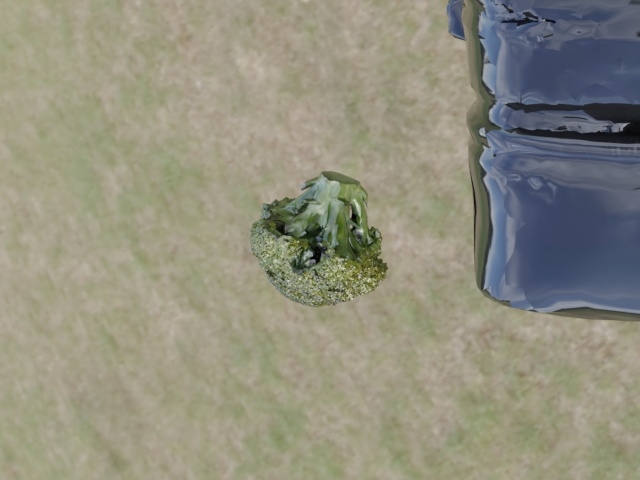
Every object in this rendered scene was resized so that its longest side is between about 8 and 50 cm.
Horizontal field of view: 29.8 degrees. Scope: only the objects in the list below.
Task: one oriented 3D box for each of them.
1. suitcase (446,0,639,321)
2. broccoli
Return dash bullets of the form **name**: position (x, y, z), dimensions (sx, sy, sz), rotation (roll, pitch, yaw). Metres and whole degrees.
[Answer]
- **suitcase**: position (0.229, -0.088, 0.446), dimensions (0.339, 0.345, 0.188), rotation (2, 115, 28)
- **broccoli**: position (0.000, 0.000, 1.060), dimensions (0.130, 0.131, 0.120), rotation (28, 111, 27)
